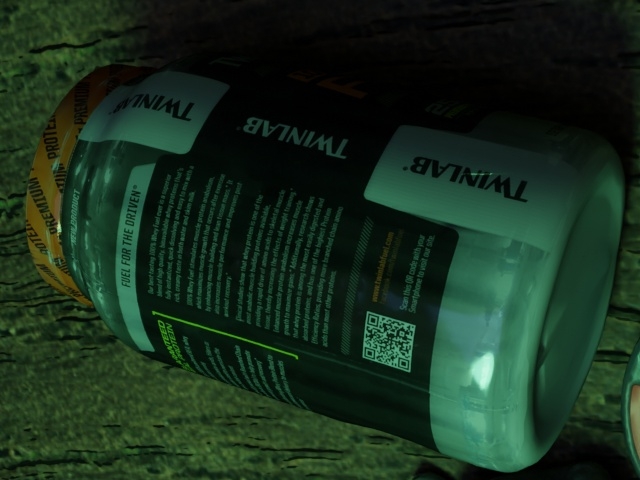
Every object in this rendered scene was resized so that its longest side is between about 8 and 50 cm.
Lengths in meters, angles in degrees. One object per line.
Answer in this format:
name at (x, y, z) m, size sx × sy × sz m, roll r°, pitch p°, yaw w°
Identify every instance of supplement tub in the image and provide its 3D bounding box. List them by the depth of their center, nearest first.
supplement tub at (0.000, 0.000, 0.817) m, size 0.338 × 0.207 × 0.207 m, roll 15°, pitch 119°, yaw 23°

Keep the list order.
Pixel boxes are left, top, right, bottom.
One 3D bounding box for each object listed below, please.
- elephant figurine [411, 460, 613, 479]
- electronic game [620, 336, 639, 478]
elephant figurine at (0.124, 0.253, 0.843) m, size 0.186 × 0.239 × 0.169 m, roll -30°, pitch 96°, yaw 37°
electronic game at (0.297, 0.117, 0.799) m, size 0.229 × 0.048 × 0.229 m, roll 12°, pitch 118°, yaw 24°
